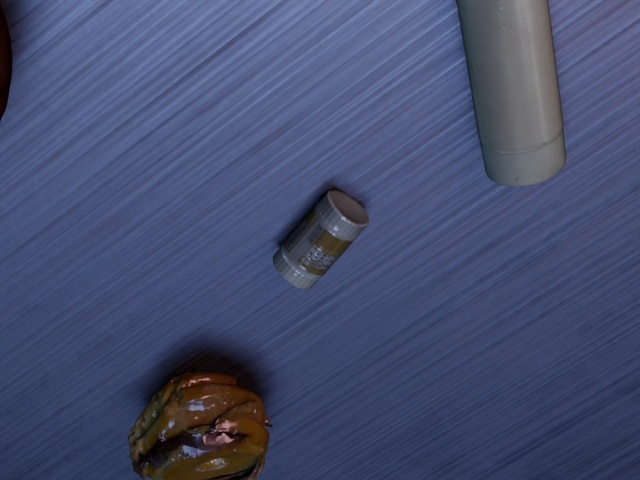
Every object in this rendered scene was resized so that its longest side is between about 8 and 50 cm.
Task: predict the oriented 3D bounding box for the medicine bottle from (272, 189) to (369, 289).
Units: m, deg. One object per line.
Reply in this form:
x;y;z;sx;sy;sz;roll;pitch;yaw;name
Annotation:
0.000;0.000;1.240;0.047;0.047;0.083;32;116;-19;medicine bottle

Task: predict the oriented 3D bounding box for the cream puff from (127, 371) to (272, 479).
-0.113;0.176;1.316;0.133;0.104;0.119;-18;153;19;cream puff

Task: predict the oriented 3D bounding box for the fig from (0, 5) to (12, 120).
-0.346;-0.130;1.071;0.235;0.214;0.235;-7;108;-20;fig

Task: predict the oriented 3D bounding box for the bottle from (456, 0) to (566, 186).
0.152;-0.145;1.136;0.072;0.072;0.201;-10;122;6;bottle
